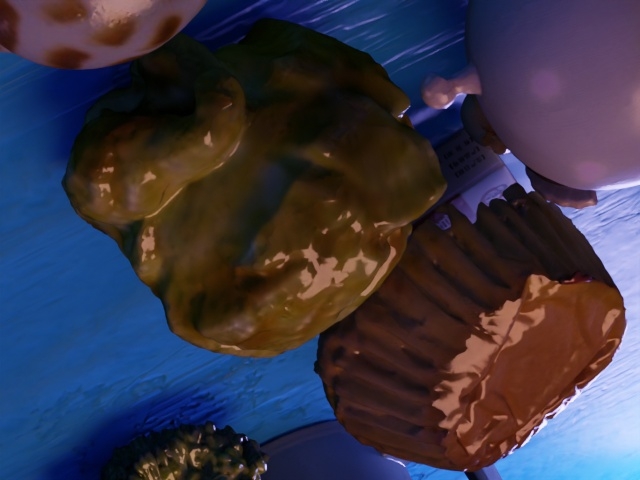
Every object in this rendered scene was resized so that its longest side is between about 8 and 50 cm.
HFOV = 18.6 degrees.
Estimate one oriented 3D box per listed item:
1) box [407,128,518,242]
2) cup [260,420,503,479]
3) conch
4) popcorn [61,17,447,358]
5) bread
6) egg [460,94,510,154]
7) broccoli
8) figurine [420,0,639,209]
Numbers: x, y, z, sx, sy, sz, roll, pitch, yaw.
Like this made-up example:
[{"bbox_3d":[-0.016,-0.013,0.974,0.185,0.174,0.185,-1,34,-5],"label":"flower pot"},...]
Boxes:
[{"bbox_3d":[0.130,0.038,1.925,0.214,0.069,0.353,-35,149,6],"label":"box"},{"bbox_3d":[0.062,0.378,2.101,0.331,0.311,0.257,-23,148,-12],"label":"cup"},{"bbox_3d":[-0.154,-0.203,1.276,0.275,0.182,0.149,-31,180,12],"label":"conch"},{"bbox_3d":[-0.055,-0.052,1.506,0.276,0.276,0.225,-8,157,-32],"label":"popcorn"},{"bbox_3d":[0.132,0.089,1.663,0.274,0.149,0.274,-18,133,-21],"label":"bread"},{"bbox_3d":[0.164,-0.119,1.729,0.083,0.071,0.071,-48,146,4],"label":"egg"},{"bbox_3d":[-0.139,0.321,1.922,0.247,0.243,0.263,-6,144,-38],"label":"broccoli"},{"bbox_3d":[0.271,-0.182,1.533,0.361,0.253,0.211,-16,162,38],"label":"figurine"}]
